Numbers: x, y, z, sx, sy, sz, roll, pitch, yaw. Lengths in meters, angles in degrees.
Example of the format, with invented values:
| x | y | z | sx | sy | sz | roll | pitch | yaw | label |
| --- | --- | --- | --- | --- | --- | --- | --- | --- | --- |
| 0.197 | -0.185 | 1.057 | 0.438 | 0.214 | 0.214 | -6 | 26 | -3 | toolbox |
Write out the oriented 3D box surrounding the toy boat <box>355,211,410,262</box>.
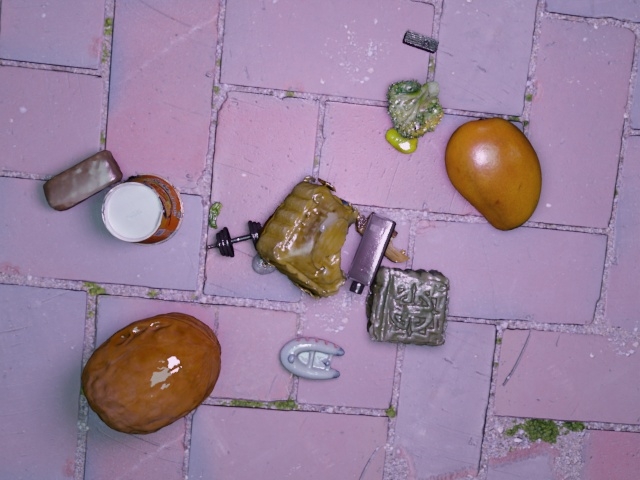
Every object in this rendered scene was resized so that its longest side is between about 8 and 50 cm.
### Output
| x | y | z | sx | sy | sz | roll | pitch | yaw | label |
| --- | --- | --- | --- | --- | --- | --- | --- | --- | --- |
| 0.196 | -0.013 | 1.805 | 0.226 | 0.068 | 0.088 | 40 | 85 | -5 | toy boat |

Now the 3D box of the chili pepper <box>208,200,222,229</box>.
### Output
| x | y | z | sx | sy | sz | roll | pitch | yaw | label |
| --- | --- | --- | --- | --- | --- | --- | --- | --- | --- |
| -0.332 | -0.080 | 1.784 | 0.034 | 0.030 | 0.091 | 12 | 97 | -30 | chili pepper |

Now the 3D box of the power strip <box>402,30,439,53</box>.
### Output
| x | y | z | sx | sy | sz | roll | pitch | yaw | label |
| --- | --- | --- | --- | --- | --- | --- | --- | --- | --- |
| 0.314 | -0.620 | 1.775 | 0.111 | 0.029 | 0.038 | 17 | 94 | -5 | power strip |

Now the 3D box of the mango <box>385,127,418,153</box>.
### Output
| x | y | z | sx | sy | sz | roll | pitch | yaw | label |
| --- | --- | --- | --- | --- | --- | --- | --- | --- | --- |
| 0.255 | -0.316 | 1.786 | 0.108 | 0.056 | 0.074 | 23 | 88 | -3 | mango |

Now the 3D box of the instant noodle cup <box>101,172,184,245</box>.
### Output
| x | y | z | sx | sy | sz | roll | pitch | yaw | label |
| --- | --- | --- | --- | --- | --- | --- | --- | --- | --- |
| -0.538 | -0.088 | 1.694 | 0.230 | 0.182 | 0.231 | 0 | 96 | -3 | instant noodle cup |

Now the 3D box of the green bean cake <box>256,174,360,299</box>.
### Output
| x | y | z | sx | sy | sz | roll | pitch | yaw | label |
| --- | --- | --- | --- | --- | --- | --- | --- | --- | --- |
| 0.000 | 0.000 | 1.711 | 0.285 | 0.202 | 0.310 | 38 | 83 | -31 | green bean cake |

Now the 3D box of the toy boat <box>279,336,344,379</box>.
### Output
| x | y | z | sx | sy | sz | roll | pitch | yaw | label |
| --- | --- | --- | --- | --- | --- | --- | --- | --- | --- |
| -0.028 | 0.381 | 1.823 | 0.207 | 0.079 | 0.134 | 13 | 97 | -6 | toy boat |

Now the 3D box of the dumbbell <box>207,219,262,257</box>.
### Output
| x | y | z | sx | sy | sz | roll | pitch | yaw | label |
| --- | --- | --- | --- | --- | --- | --- | --- | --- | --- |
| -0.247 | -0.005 | 1.761 | 0.208 | 0.099 | 0.099 | -15 | 96 | -3 | dumbbell |

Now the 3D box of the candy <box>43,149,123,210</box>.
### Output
| x | y | z | sx | sy | sz | roll | pitch | yaw | label |
| --- | --- | --- | --- | --- | --- | --- | --- | --- | --- |
| -0.716 | -0.176 | 1.714 | 0.233 | 0.102 | 0.104 | -28 | 97 | -2 | candy |

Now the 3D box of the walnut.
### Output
| x | y | z | sx | sy | sz | roll | pitch | yaw | label |
| --- | --- | --- | --- | --- | --- | --- | --- | --- | --- |
| -0.477 | 0.374 | 1.650 | 0.397 | 0.354 | 0.308 | -24 | 112 | 5 | walnut |

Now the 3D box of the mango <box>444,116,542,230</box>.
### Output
| x | y | z | sx | sy | sz | roll | pitch | yaw | label |
| --- | --- | --- | --- | --- | --- | --- | --- | --- | --- |
| 0.539 | -0.205 | 1.740 | 0.263 | 0.221 | 0.378 | -34 | 107 | -5 | mango |

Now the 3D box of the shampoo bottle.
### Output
| x | y | z | sx | sy | sz | roll | pitch | yaw | label |
| --- | --- | --- | --- | --- | --- | --- | --- | --- | --- |
| 0.151 | 0.045 | 1.724 | 0.080 | 0.079 | 0.246 | 22 | 91 | 13 | shampoo bottle |

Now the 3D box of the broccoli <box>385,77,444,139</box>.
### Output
| x | y | z | sx | sy | sz | roll | pitch | yaw | label |
| --- | --- | --- | --- | --- | --- | --- | --- | --- | --- |
| 0.294 | -0.411 | 1.702 | 0.194 | 0.194 | 0.220 | 14 | 73 | -5 | broccoli |

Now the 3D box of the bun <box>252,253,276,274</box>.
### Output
| x | y | z | sx | sy | sz | roll | pitch | yaw | label |
| --- | --- | --- | --- | --- | --- | --- | --- | --- | --- |
| -0.174 | 0.072 | 1.799 | 0.083 | 0.045 | 0.084 | -1 | 100 | -6 | bun |

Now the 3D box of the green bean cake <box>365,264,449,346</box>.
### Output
| x | y | z | sx | sy | sz | roll | pitch | yaw | label |
| --- | --- | --- | --- | --- | --- | --- | --- | --- | --- |
| 0.274 | 0.206 | 1.803 | 0.254 | 0.132 | 0.241 | 8 | 98 | -5 | green bean cake |
